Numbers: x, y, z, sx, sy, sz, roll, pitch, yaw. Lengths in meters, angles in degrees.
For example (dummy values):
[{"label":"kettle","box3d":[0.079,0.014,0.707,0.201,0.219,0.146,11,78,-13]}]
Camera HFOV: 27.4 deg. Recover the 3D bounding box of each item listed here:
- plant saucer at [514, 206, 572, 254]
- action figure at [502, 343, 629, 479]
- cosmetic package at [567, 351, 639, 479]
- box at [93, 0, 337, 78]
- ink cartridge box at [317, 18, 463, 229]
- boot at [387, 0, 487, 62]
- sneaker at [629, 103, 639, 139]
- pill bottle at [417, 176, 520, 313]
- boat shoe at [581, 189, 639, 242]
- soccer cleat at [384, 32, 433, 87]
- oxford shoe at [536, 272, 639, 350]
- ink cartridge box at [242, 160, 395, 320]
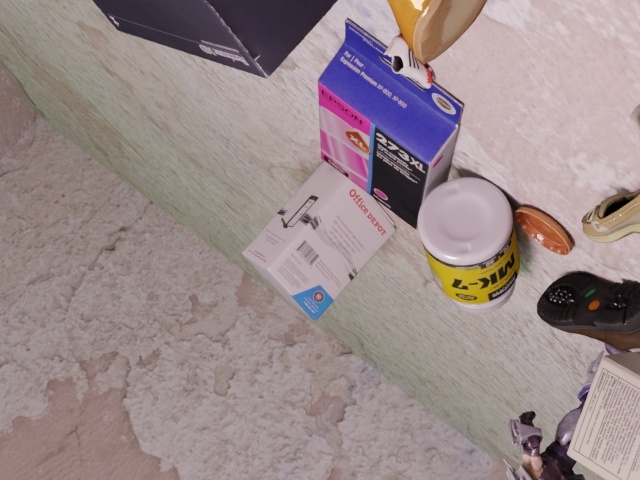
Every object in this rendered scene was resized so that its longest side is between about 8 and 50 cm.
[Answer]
[{"label":"plant saucer","box3d":[0.276,-0.013,1.620,0.083,0.013,0.083,38,169,9]},{"label":"action figure","box3d":[0.346,0.281,1.824,0.099,0.285,0.185,30,164,45]},{"label":"cosmetic package","box3d":[0.474,0.267,1.623,0.129,0.153,0.296,0,-156,-45]},{"label":"box","box3d":[-0.171,-0.358,1.335,0.343,0.179,0.312,26,161,51]},{"label":"ink cartridge box","box3d":[0.083,-0.136,1.670,0.176,0.069,0.371,38,166,11]},{"label":"boot","box3d":[0.048,-0.293,1.116,0.211,0.104,0.295,42,165,19]},{"label":"sneaker","box3d":[0.321,-0.083,1.071,0.084,0.069,0.185,38,169,-16]},{"label":"pill bottle","box3d":[0.198,0.013,1.709,0.119,0.119,0.208,35,168,24]},{"label":"boat shoe","box3d":[0.311,-0.032,1.344,0.048,0.056,0.153,52,165,-10]},{"label":"soccer cleat","box3d":[0.097,-0.193,1.456,0.029,0.035,0.083,29,164,42]},{"label":"oxford shoe","box3d":[0.352,0.100,1.640,0.096,0.083,0.227,40,171,-23]},{"label":"ink cartridge box","box3d":[0.000,0.000,2.085,0.086,0.203,0.148,30,165,50]}]
